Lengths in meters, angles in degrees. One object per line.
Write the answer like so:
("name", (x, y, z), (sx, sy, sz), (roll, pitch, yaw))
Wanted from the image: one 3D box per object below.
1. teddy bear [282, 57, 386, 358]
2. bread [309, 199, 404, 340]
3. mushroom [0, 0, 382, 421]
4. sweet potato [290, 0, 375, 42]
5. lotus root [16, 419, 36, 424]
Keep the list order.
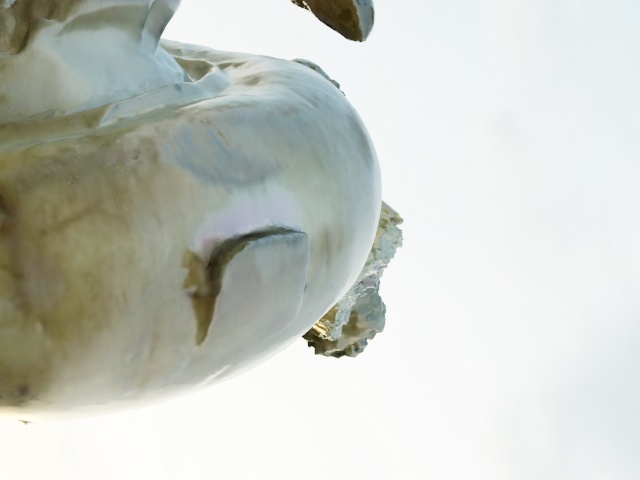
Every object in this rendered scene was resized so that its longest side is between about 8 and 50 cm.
("teddy bear", (-0.091, -0.005, 1.557), (0.156, 0.256, 0.267), (-26, 105, -65))
("bread", (-0.001, 0.001, 1.273), (0.106, 0.082, 0.125), (44, -24, 8))
("mushroom", (-0.091, -0.021, 0.792), (0.255, 0.255, 0.184), (-154, -119, -68))
("sweet potato", (-0.010, -0.187, 1.218), (0.053, 0.054, 0.182), (99, -28, -48))
("lotus root", (-0.304, 0.135, 1.991), (0.209, 0.120, 0.120), (-69, 161, -80))
